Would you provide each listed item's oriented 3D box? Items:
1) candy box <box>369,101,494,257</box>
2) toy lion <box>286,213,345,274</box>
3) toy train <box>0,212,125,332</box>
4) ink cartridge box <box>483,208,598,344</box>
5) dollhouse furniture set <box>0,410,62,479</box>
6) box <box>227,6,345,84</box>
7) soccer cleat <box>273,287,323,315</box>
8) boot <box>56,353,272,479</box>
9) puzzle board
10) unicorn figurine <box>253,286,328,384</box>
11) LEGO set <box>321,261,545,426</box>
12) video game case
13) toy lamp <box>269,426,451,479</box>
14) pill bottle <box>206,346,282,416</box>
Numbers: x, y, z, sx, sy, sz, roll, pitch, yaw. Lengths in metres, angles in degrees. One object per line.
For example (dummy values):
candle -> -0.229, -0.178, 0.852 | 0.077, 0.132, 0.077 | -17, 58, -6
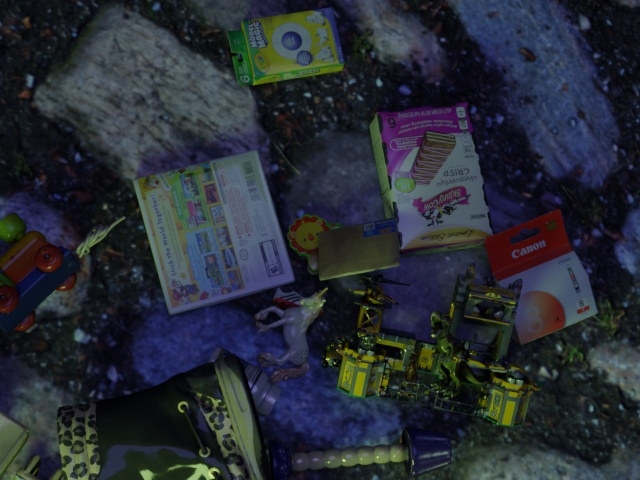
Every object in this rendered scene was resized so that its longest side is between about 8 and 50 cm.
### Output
candy box -> 0.179, -0.098, 1.856 | 0.159, 0.071, 0.233 | -8, 78, -10
toy lion -> 0.000, 0.000, 1.834 | 0.100, 0.034, 0.096 | -18, 72, -11
toy train -> -0.433, 0.008, 1.746 | 0.143, 0.105, 0.248 | 40, 75, 17
ink cartridge box -> 0.353, 0.058, 1.825 | 0.145, 0.045, 0.179 | -21, 106, -12
dollhouse furniture set -> -0.490, 0.330, 1.578 | 0.212, 0.242, 0.161 | 32, 62, 0
box -> -0.058, -0.321, 1.894 | 0.179, 0.043, 0.105 | -12, 78, -8
soccer cleat -> -0.034, 0.098, 1.806 | 0.083, 0.029, 0.036 | 14, 50, -10
boot -> -0.208, 0.372, 1.634 | 0.284, 0.138, 0.377 | -11, 86, -4
puzzle board -> 0.060, 0.014, 1.780 | 0.128, 0.011, 0.096 | -11, 48, 11
unicorn figurine -> -0.045, 0.138, 1.770 | 0.111, 0.060, 0.162 | -5, 114, -7
LEGO set -> 0.177, 0.130, 1.706 | 0.331, 0.255, 0.192 | 12, 103, 7
video game case -> -0.169, -0.015, 1.816 | 0.206, 0.026, 0.227 | -15, 80, -11
toy lamp -> 0.061, 0.329, 1.740 | 0.274, 0.080, 0.080 | -4, 77, -5
pill bottle -> -0.121, 0.218, 1.745 | 0.120, 0.067, 0.067 | 30, 75, 0
